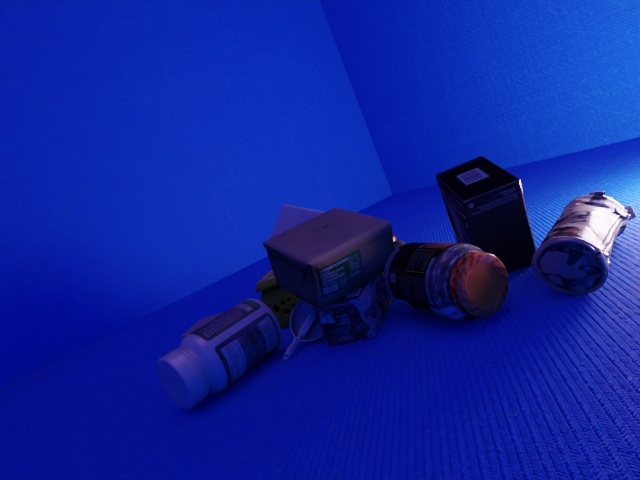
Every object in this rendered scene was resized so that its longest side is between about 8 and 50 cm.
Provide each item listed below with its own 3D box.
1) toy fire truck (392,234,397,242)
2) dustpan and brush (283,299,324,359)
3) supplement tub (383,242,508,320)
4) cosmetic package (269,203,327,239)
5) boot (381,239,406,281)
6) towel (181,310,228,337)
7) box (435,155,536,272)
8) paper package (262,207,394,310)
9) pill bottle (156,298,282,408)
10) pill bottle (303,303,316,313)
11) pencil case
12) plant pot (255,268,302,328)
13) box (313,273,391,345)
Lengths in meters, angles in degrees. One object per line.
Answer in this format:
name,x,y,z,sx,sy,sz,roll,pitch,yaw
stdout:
toy fire truck,0.282,0.017,2.180,0.217,0.158,0.246,-20,-3,15
dustpan and brush,-0.058,0.304,1.424,0.211,0.148,0.060,-57,-17,-19
supplement tub,0.342,0.108,1.222,0.207,0.206,0.338,-25,9,-18
cosmetic package,0.000,0.000,1.903,0.454,0.229,0.162,14,-10,38
boot,0.305,0.119,1.592,0.076,0.190,0.208,-46,13,45
towel,-0.499,0.399,2.050,0.283,0.049,0.187,-19,11,16
box,0.535,-0.079,1.417,0.183,0.293,0.296,-23,23,8
paper package,0.030,0.040,1.404,0.325,0.167,0.310,-27,25,-27
pill bottle,-0.312,0.350,1.372,0.204,0.204,0.361,-13,12,46
pill bottle,0.021,0.178,1.584,0.137,0.136,0.245,-11,43,52
pencil case,0.706,-0.003,1.158,0.411,0.159,0.184,-31,-2,-45
plant pot,-0.119,0.208,1.750,0.227,0.206,0.228,-20,8,19
box,0.114,0.208,1.394,0.164,0.141,0.247,-17,12,25
